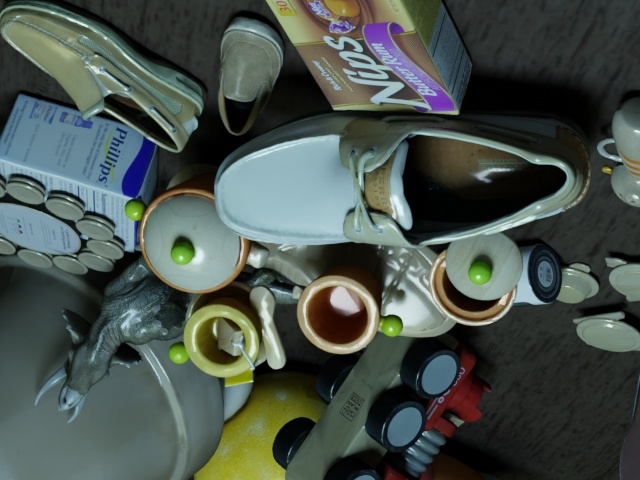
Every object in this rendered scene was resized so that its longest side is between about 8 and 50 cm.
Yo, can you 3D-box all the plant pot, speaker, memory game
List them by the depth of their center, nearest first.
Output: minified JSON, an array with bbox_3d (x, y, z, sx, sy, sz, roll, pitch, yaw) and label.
[{"bbox_3d":[0.152,0.037,1.649,0.136,0.055,0.055,-8,145,41],"label":"speaker"},{"bbox_3d":[-0.271,-0.016,1.679,0.186,0.012,0.186,14,155,7],"label":"memory game"},{"bbox_3d":[-0.307,0.190,1.836,0.323,0.280,0.323,24,134,27],"label":"plant pot"}]

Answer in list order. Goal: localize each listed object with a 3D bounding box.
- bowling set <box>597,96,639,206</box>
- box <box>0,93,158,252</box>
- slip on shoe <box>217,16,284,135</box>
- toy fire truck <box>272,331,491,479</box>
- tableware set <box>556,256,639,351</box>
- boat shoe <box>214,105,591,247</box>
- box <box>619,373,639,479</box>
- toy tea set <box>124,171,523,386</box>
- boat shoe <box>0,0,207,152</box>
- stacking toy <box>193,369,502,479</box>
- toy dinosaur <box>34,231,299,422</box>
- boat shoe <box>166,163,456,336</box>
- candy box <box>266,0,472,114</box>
[{"bbox_3d":[0.332,0.020,1.353,0.287,0.200,0.154,13,156,16],"label":"bowling set"},{"bbox_3d":[-0.224,-0.061,1.656,0.137,0.072,0.126,17,156,1],"label":"box"},{"bbox_3d":[-0.061,-0.132,1.450,0.051,0.041,0.135,18,155,-3],"label":"slip on shoe"},{"bbox_3d":[0.091,0.199,1.855,0.246,0.217,0.158,34,179,-42],"label":"toy fire truck"},{"bbox_3d":[0.283,0.059,1.656,0.141,0.020,0.169,-5,146,34],"label":"tableware set"},{"bbox_3d":[0.057,-0.051,1.389,0.302,0.113,0.103,-8,-170,10],"label":"boat shoe"},{"bbox_3d":[0.426,0.299,1.860,0.143,0.191,0.381,1,151,29],"label":"box"},{"bbox_3d":[0.000,0.021,1.504,0.336,0.124,0.200,-13,105,18],"label":"toy tea set"},{"bbox_3d":[-0.184,-0.134,1.484,0.190,0.072,0.068,26,153,-18],"label":"boat shoe"},{"bbox_3d":[-0.022,0.261,2.027,0.350,0.350,0.480,-13,122,47],"label":"stacking toy"},{"bbox_3d":[-0.130,0.052,1.720,0.121,0.313,0.160,63,150,6],"label":"toy dinosaur"},{"bbox_3d":[0.000,0.000,1.618,0.285,0.103,0.092,20,-165,7],"label":"boat shoe"},{"bbox_3d":[0.032,-0.164,1.317,0.109,0.053,0.187,4,151,25],"label":"candy box"}]
